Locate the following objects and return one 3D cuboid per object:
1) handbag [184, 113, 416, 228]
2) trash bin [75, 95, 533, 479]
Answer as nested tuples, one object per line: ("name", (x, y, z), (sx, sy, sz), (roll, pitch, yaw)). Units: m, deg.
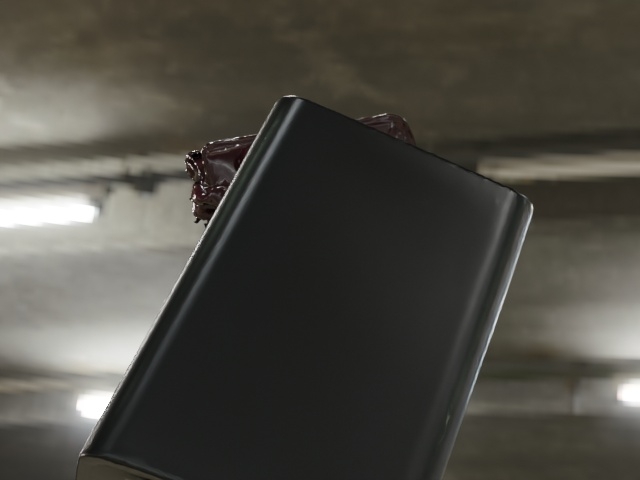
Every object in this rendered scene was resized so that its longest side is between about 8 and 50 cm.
("handbag", (0.002, -0.001, 1.618), (0.216, 0.203, 0.074), (-10, -11, -26))
("trash bin", (-0.002, 0.059, 0.961), (0.165, 0.225, 0.115), (23, -25, 3))
